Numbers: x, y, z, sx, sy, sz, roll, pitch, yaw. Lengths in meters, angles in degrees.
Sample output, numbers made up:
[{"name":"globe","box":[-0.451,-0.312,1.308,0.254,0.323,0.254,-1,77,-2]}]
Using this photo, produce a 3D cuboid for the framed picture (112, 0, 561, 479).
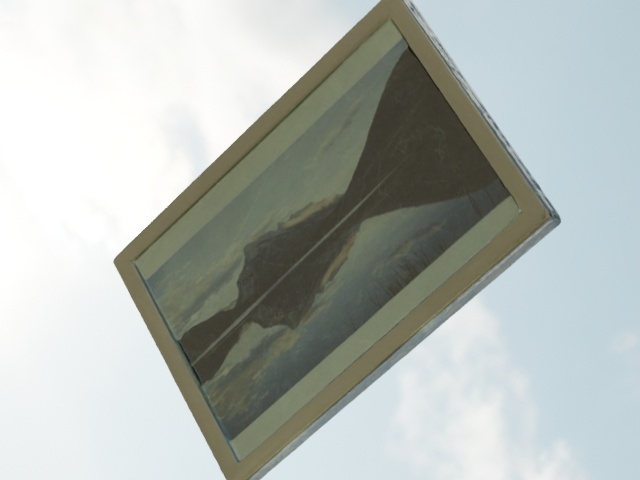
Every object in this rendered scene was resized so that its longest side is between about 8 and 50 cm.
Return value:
[{"name":"framed picture","box":[0.000,0.000,0.894,0.203,0.015,0.150,-42,-123,19]}]
